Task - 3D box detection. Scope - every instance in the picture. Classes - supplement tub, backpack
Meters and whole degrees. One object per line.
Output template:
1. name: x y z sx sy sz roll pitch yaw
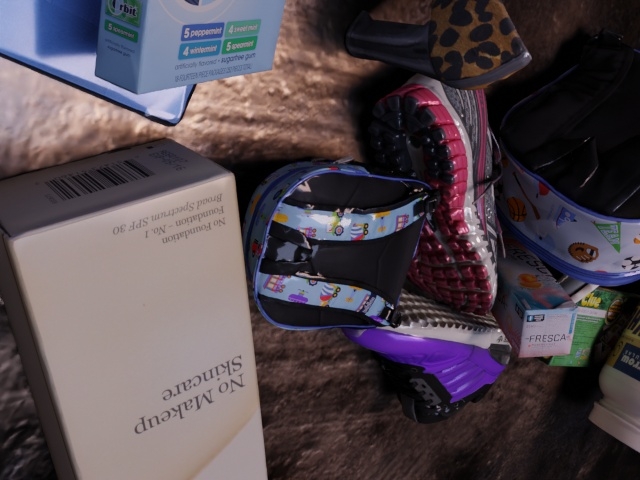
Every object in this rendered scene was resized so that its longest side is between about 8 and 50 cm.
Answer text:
1. supplement tub: 0.587 0.196 1.065 0.228 0.228 0.316 27 92 -43
2. backpack: 0.000 0.000 0.606 0.173 0.117 0.158 3 109 -41
3. backpack: 0.320 -0.077 0.756 0.263 0.276 0.213 -23 137 -26

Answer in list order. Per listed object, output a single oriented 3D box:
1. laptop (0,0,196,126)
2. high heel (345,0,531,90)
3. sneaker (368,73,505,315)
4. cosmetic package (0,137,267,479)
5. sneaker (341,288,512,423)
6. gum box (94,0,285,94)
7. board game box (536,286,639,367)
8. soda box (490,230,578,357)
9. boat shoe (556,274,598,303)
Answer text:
1. laptop: -0.119 -0.274 0.306 0.236 0.408 0.382 23 96 -9
2. high heel: 0.147 -0.246 0.558 0.093 0.186 0.261 28 92 -43
3. sneaker: 0.145 -0.040 0.707 0.112 0.120 0.299 -43 136 -30
4. cosmetic package: -0.144 0.093 0.538 0.160 0.113 0.310 -22 122 -30
5. sneaker: 0.123 0.146 0.788 0.293 0.102 0.146 15 101 -43
6. gum box: -0.069 -0.198 0.444 0.157 0.041 0.184 -32 143 -56
7. board game box: 0.455 0.143 1.109 0.259 0.030 0.136 12 105 -42
8. soda box: 0.223 0.054 0.770 0.058 0.183 0.063 -4 117 -5
9. boat shoe: 0.414 -0.028 0.966 0.319 0.099 0.116 -45 168 -5
